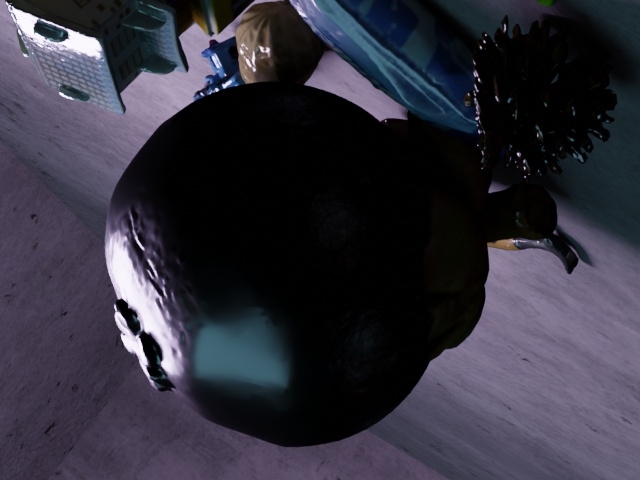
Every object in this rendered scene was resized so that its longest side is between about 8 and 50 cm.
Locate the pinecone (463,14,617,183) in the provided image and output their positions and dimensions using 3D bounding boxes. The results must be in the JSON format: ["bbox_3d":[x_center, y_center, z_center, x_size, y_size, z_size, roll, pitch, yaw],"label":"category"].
[{"bbox_3d":[0.177,-0.114,1.595,0.121,0.140,0.140,0,157,13],"label":"pinecone"}]

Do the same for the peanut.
[{"bbox_3d":[-0.046,-0.195,2.036,0.093,0.083,0.194,24,169,-6],"label":"peanut"}]

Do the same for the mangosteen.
[{"bbox_3d":[0.000,0.000,1.967,0.382,0.435,0.382,57,169,18],"label":"mangosteen"}]

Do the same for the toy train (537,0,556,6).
[{"bbox_3d":[0.165,-0.223,1.392,0.044,0.042,0.209,35,169,9],"label":"toy train"}]

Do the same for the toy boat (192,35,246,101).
[{"bbox_3d":[-0.101,-0.184,2.234,0.097,0.100,0.223,64,165,-6],"label":"toy boat"}]

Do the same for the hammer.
[{"bbox_3d":[0.220,0.003,2.179,0.078,0.021,0.201,41,168,-18],"label":"hammer"}]

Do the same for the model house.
[{"bbox_3d":[-0.197,-0.253,1.866,0.198,0.215,0.224,44,171,9],"label":"model house"}]

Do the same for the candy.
[{"bbox_3d":[0.064,-0.180,1.799,0.331,0.077,0.187,43,174,-10],"label":"candy"}]
